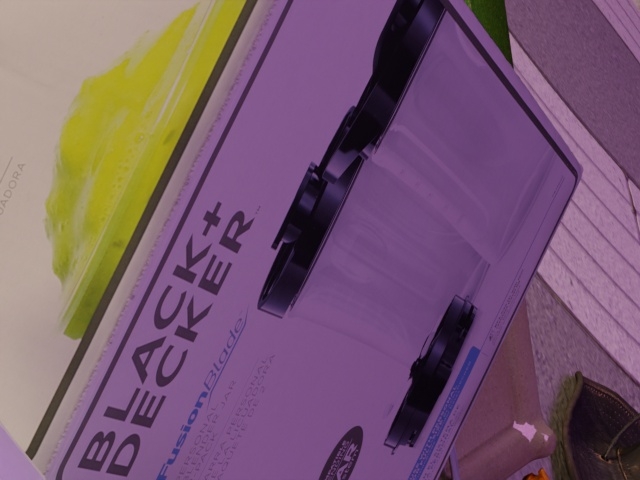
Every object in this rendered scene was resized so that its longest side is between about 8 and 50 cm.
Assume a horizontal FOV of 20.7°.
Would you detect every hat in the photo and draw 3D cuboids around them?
[{"bbox_3d":[0.305,0.205,1.262,0.331,0.134,0.331,51,17,-22],"label":"hat"}]

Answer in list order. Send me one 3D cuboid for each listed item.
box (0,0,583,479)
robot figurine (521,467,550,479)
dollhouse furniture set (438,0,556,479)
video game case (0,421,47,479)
[{"bbox_3d":[-0.019,0.000,0.524,0.087,0.169,0.290,25,-4,22],"label":"box"},{"bbox_3d":[0.149,0.271,0.897,0.291,0.085,0.211,62,20,0],"label":"robot figurine"},{"bbox_3d":[0.000,0.000,0.905,0.197,0.151,0.301,-22,107,-54],"label":"dollhouse furniture set"},{"bbox_3d":[-0.142,0.112,0.259,0.244,0.061,0.269,55,46,-18],"label":"video game case"}]
